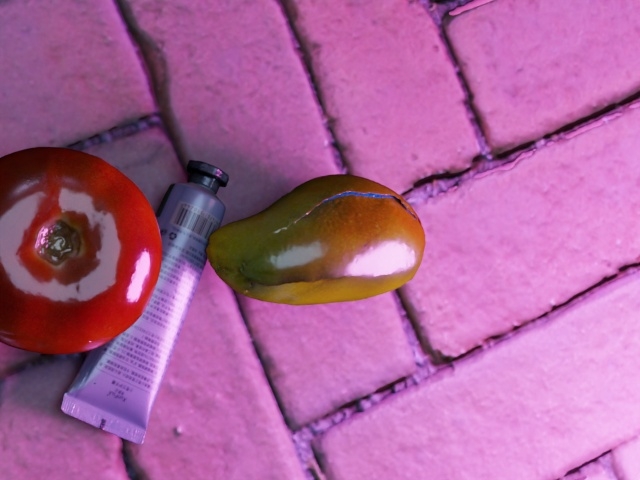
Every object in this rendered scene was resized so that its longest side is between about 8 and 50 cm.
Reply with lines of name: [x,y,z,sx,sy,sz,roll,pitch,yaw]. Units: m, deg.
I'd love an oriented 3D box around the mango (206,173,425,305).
mango: [0.000,0.000,1.589,0.233,0.111,0.125,-1,63,-28]

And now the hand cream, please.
hand cream: [-0.157,0.052,1.548,0.091,0.058,0.271,28,75,-29]

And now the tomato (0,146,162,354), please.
tomato: [-0.240,0.009,1.462,0.195,0.136,0.195,1,85,-16]
